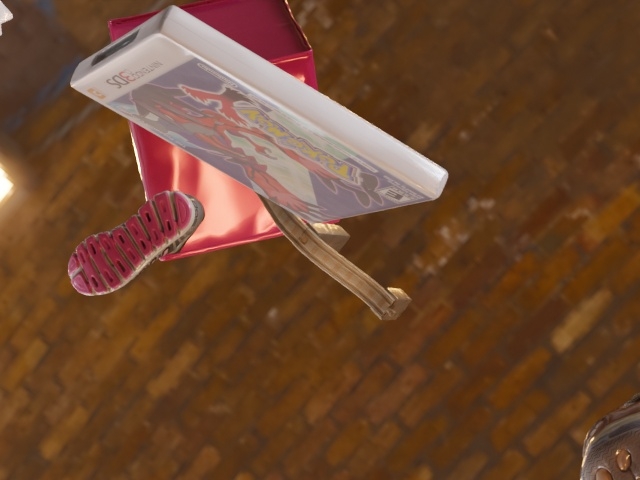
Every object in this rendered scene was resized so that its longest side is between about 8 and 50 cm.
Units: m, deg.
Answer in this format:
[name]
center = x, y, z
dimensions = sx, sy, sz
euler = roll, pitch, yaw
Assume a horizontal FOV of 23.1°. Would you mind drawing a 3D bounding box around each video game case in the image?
[video game case]
center = -0.044, -0.071, 0.992
dimensions = 0.183, 0.201, 0.023
euler = -10, -127, 65

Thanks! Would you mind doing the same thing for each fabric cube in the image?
[fabric cube]
center = -0.134, -0.165, 2.130
dimensions = 0.254, 0.258, 0.259
euler = -13, -149, -4

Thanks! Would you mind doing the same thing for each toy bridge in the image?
[toy bridge]
center = 0.000, 0.000, 1.327
dimensions = 0.188, 0.063, 0.026
euler = 45, -73, 23

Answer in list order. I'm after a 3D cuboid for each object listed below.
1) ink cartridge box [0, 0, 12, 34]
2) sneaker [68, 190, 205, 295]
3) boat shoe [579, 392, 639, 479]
[ink cartridge box]
center = -0.451, -0.285, 1.881
dimensions = 0.143, 0.090, 0.092
euler = 9, -155, 13
[sneaker]
center = -0.183, 0.003, 1.609
dimensions = 0.170, 0.063, 0.075
euler = -35, 170, 23
[boat shoe]
center = 0.346, 0.144, 1.109
dimensions = 0.324, 0.123, 0.116
euler = 2, -163, 5
